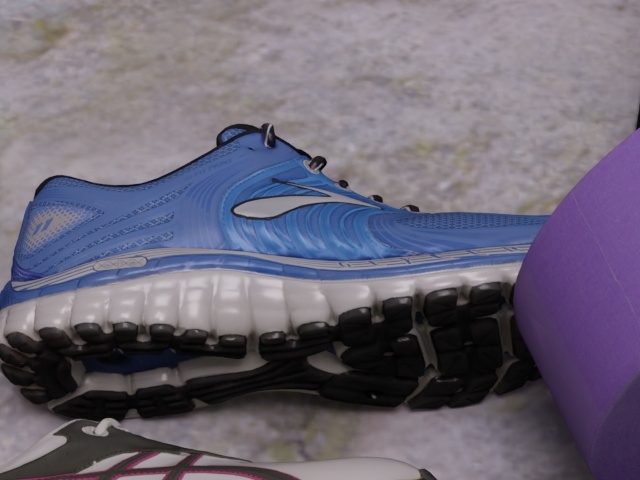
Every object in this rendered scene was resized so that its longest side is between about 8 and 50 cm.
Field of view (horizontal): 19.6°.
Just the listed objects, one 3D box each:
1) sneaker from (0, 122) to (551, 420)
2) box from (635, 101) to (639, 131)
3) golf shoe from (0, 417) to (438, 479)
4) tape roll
[{"bbox_3d":[0.000,0.000,0.951,0.330,0.130,0.147,-1,59,-5],"label":"sneaker"},{"bbox_3d":[0.256,-0.187,0.989,0.076,0.307,0.242,15,57,-1],"label":"box"},{"bbox_3d":[-0.075,0.128,0.876,0.273,0.105,0.120,-10,50,-11],"label":"golf shoe"},{"bbox_3d":[0.233,0.014,0.869,0.275,0.275,0.090,-16,60,-14],"label":"tape roll"}]
